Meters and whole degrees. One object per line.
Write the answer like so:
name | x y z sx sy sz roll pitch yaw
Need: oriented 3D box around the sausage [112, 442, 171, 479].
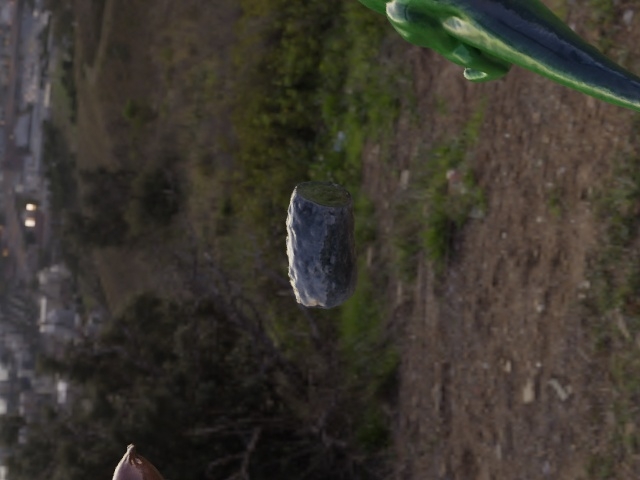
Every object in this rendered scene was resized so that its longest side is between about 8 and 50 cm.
sausage | -0.141 0.411 1.151 0.433 0.088 0.088 58 135 33

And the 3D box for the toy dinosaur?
toy dinosaur | 0.077 -0.243 0.873 0.144 0.374 0.500 -63 28 11

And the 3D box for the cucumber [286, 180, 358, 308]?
cucumber | 0.000 0.002 0.891 0.064 0.064 0.112 -128 26 -50
